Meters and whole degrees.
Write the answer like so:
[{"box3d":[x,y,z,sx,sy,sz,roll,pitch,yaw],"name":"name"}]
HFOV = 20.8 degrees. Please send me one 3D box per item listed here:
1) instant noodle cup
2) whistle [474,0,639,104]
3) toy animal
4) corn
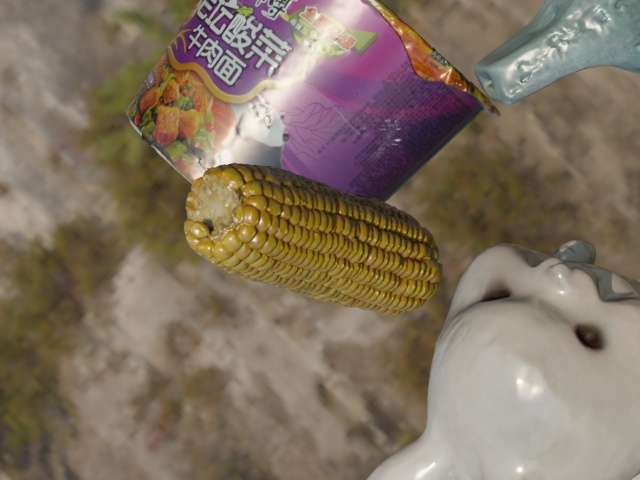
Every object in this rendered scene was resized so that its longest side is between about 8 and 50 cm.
[{"box3d":[-0.017,-0.107,1.344,0.251,0.190,0.251,40,-175,-4],"name":"instant noodle cup"},{"box3d":[0.212,-0.158,1.002,0.093,0.274,0.186,58,178,-15],"name":"whistle"},{"box3d":[0.123,0.092,0.850,0.127,0.178,0.193,23,-164,32],"name":"toy animal"},{"box3d":[0.000,0.000,1.007,0.207,0.068,0.068,17,-162,-49],"name":"corn"}]
